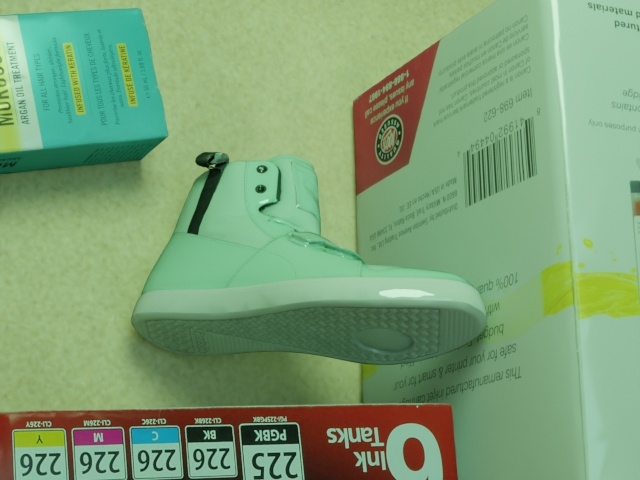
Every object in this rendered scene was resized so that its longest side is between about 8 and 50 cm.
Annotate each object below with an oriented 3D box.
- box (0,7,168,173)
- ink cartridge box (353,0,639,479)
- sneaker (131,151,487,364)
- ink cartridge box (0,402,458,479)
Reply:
[{"bbox_3d":[-0.234,-0.098,1.071,0.244,0.060,0.100,-8,80,-28],"label":"box"},{"bbox_3d":[0.155,0.048,1.101,0.160,0.279,0.384,7,74,-26],"label":"ink cartridge box"},{"bbox_3d":[-0.001,0.000,1.070,0.094,0.256,0.151,54,44,-50],"label":"sneaker"},{"bbox_3d":[-0.067,0.243,0.965,0.309,0.130,0.271,1,76,-27],"label":"ink cartridge box"}]
